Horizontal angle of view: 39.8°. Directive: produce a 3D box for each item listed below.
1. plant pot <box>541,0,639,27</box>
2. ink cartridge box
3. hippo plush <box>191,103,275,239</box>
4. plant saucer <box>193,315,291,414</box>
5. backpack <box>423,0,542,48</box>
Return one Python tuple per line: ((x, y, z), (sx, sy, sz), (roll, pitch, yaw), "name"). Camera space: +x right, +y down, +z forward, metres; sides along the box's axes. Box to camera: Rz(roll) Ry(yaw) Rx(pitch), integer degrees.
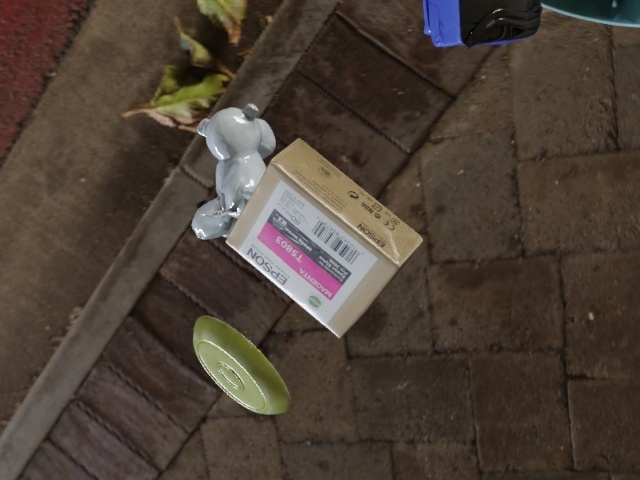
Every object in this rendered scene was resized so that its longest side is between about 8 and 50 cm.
((0.490, -0.542, 1.378), (0.341, 0.341, 0.334), (15, 92, 14), "plant pot")
((0.000, 0.000, 1.288), (0.235, 0.088, 0.193), (39, 133, 6), "ink cartridge box")
((-0.189, -0.146, 1.851), (0.234, 0.294, 0.236), (-22, 80, 23), "hippo plush")
((-0.157, 0.242, 1.644), (0.241, 0.037, 0.241), (34, 150, 23), "plant saucer")
((0.177, -0.265, 0.973), (0.120, 0.101, 0.097), (-12, 109, -25), "backpack")
